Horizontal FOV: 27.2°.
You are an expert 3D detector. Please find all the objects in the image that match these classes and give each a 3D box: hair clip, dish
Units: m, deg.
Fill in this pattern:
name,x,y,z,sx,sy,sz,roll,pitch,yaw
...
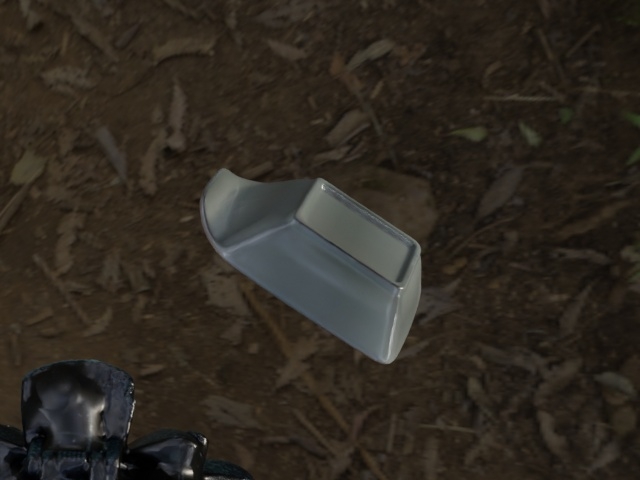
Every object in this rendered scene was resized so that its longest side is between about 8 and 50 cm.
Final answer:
name,x,y,z,sx,sy,sz,roll,pitch,yaw
hair clip,-0.205,0.237,1.122,0.310,0.206,0.194,0,47,-4
dish,0.000,0.000,1.231,0.234,0.064,0.154,32,32,-3
